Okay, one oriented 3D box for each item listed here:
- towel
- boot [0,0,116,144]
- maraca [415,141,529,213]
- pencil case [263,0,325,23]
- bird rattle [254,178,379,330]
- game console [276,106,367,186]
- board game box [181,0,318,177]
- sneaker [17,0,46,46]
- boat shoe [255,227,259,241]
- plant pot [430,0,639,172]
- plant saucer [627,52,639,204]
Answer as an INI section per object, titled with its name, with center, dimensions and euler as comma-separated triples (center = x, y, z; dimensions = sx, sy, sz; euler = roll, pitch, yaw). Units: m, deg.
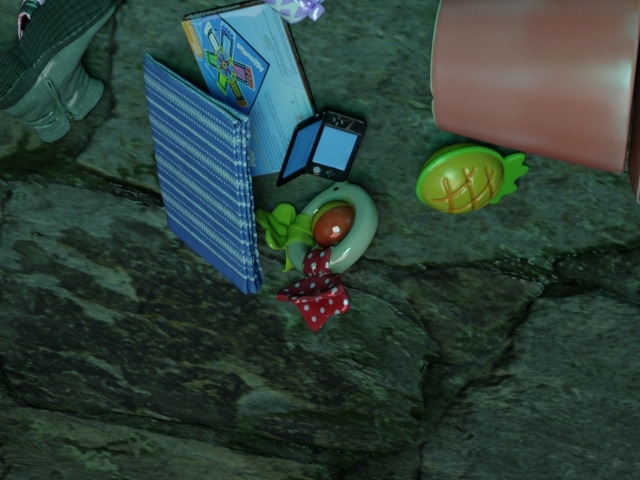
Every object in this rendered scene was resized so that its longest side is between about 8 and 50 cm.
[towel]
center = -0.176, -0.095, 1.432
dimensions = 0.243, 0.040, 0.335
euler = 35, 142, 35
[boot]
center = -0.363, -0.256, 1.366
dimensions = 0.246, 0.083, 0.161
euler = -41, 153, 8
[maraca]
center = 0.230, -0.094, 1.422
dimensions = 0.186, 0.099, 0.127
euler = -2, 142, -25
[pencil case]
center = -0.078, -0.374, 1.225
dimensions = 0.206, 0.088, 0.086
euler = 38, 94, -25
[bird rattle]
center = 0.000, 0.000, 1.447
dimensions = 0.207, 0.253, 0.143
euler = -46, 118, 8
[game console]
center = 0.002, -0.129, 1.402
dimensions = 0.107, 0.071, 0.122
euler = 16, 131, -7
[board game box]
center = -0.089, -0.221, 1.399
dimensions = 0.145, 0.027, 0.281
euler = -10, 129, 13
[sneaker]
center = -0.423, -0.295, 1.364
dimensions = 0.047, 0.057, 0.119
euler = 11, 132, -4
[boat shoe]
center = -0.135, -0.050, 1.536
dimensions = 0.048, 0.056, 0.153
euler = -13, 120, 24
[plant pot]
center = 0.279, -0.230, 1.202
dimensions = 0.243, 0.275, 0.274
euler = 6, 132, 18
[plant saucer]
center = 0.497, -0.210, 1.232
dimensions = 0.258, 0.048, 0.259
euler = -29, 133, -23
